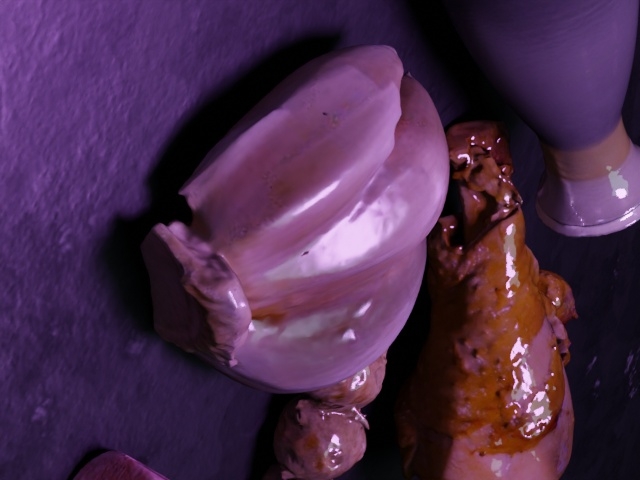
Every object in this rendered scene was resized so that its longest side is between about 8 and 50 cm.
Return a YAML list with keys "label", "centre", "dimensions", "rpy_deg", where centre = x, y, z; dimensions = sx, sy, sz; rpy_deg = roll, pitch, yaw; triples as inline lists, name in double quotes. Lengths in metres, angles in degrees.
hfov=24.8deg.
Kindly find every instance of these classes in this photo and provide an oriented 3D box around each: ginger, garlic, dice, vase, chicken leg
- label: "ginger"
  centre: [-0.004, 0.174, 1.314]
  dimensions: [0.104, 0.080, 0.204]
  rpy_deg: [-4, 115, -48]
- label: "garlic"
  centre: [-0.001, -0.001, 1.160]
  dimensions: [0.325, 0.132, 0.279]
  rpy_deg: [-34, 145, -32]
- label: "dice"
  centre: [-0.145, 0.223, 1.128]
  dimensions: [0.094, 0.093, 0.091]
  rpy_deg: [-57, 147, -12]
- label: "vase"
  centre: [0.215, -0.155, 1.283]
  dimensions: [0.173, 0.173, 0.321]
  rpy_deg: [-49, 137, -24]
- label: "chicken leg"
  centre: [0.178, 0.068, 1.470]
  dimensions: [0.295, 0.182, 0.409]
  rpy_deg: [-34, 122, -53]
